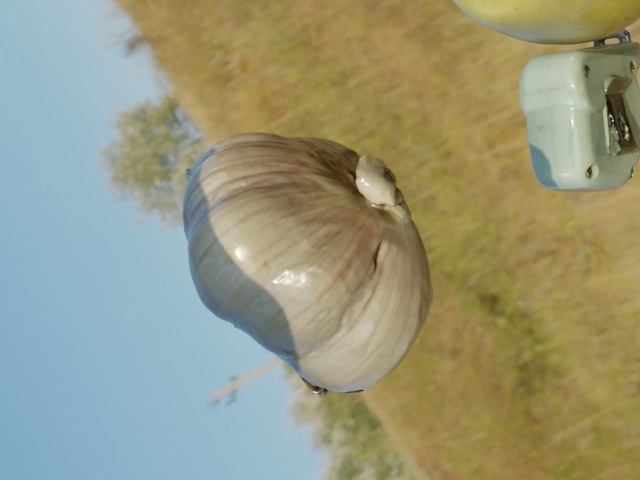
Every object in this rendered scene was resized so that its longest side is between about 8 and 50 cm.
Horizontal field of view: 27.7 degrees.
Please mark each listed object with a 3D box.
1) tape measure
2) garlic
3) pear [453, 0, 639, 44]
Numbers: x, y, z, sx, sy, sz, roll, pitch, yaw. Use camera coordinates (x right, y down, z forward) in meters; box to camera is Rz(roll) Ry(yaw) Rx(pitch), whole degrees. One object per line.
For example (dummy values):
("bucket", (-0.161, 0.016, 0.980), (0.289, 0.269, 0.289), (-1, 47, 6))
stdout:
("tape measure", (0.413, -0.194, 1.973), (0.243, 0.125, 0.246), (-18, -79, -50))
("garlic", (-0.012, 0.009, 1.417), (0.322, 0.241, 0.322), (49, 180, 0))
("pear", (0.288, -0.387, 1.621), (0.309, 0.309, 0.309), (60, -174, -10))
